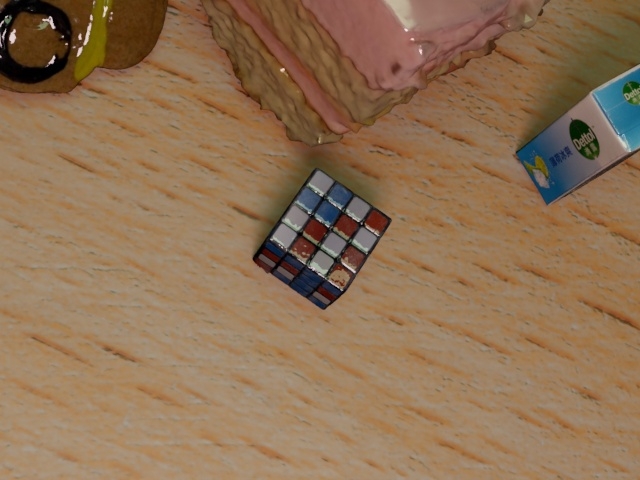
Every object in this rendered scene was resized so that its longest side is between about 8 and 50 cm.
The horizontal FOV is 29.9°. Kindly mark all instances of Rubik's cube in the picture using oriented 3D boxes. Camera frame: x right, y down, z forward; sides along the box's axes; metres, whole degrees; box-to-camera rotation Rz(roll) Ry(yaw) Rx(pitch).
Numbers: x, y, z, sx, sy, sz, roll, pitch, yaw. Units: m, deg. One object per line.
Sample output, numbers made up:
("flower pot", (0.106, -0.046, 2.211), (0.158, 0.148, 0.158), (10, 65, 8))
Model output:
("Rubik's cube", (0.000, 0.000, 1.183), (0.092, 0.092, 0.092), (35, 71, -2))

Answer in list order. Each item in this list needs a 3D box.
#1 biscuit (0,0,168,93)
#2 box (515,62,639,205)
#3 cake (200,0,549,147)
("biscuit", (-0.285, -0.244, 1.154), (0.290, 0.041, 0.208), (3, 103, -27))
("box", (0.304, -0.120, 1.229), (0.139, 0.194, 0.073), (-29, 85, -18))
("cake", (0.064, -0.283, 1.145), (0.314, 0.307, 0.293), (-39, 93, -20))
